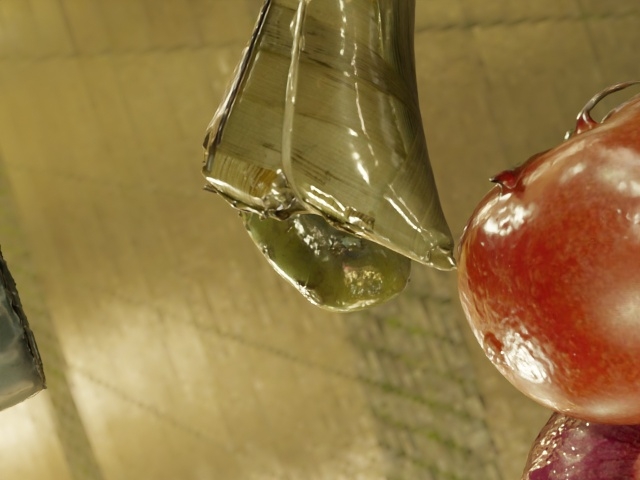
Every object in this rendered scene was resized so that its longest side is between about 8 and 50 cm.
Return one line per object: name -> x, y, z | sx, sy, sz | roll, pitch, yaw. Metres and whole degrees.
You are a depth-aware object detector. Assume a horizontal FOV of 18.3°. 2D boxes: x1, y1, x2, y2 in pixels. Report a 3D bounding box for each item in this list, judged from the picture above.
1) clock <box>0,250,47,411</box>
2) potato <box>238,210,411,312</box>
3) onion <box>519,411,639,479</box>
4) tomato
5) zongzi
clock -> -0.242, -0.039, 1.215 | 0.312, 0.061, 0.312 | 162, 90, -83
potato -> 0.000, 0.000, 1.957 | 0.188, 0.105, 0.085 | 40, 152, 10
onion -> 0.192, 0.142, 1.032 | 0.200, 0.201, 0.207 | 36, 102, 58
tomato -> 0.152, 0.010, 0.931 | 0.167, 0.167, 0.167 | 53, 154, 40
zongzi -> 0.035, -0.089, 1.201 | 0.197, 0.099, 0.194 | 23, 96, 37
